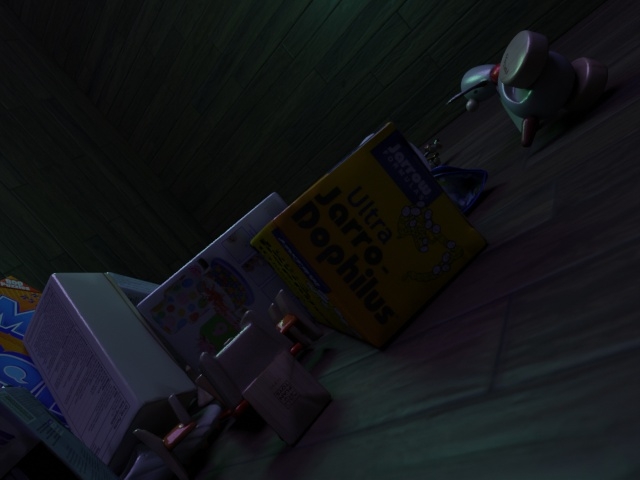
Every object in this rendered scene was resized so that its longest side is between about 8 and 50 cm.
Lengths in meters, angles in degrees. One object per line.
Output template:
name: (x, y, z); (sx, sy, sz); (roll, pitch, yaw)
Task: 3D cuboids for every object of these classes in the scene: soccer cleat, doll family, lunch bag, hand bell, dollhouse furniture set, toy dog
soccer cleat: (-0.231, 0.314, 0.677); (0.196, 0.076, 0.068); (-43, 6, -31)
doll family: (0.296, -0.211, 1.340); (0.193, 0.076, 0.111); (-43, 9, 6)
lunch bag: (0.194, -0.067, 0.772); (0.151, 0.096, 0.129); (-27, -1, -14)
hand bell: (-0.292, 0.224, 0.973); (0.126, 0.242, 0.126); (-40, 6, 5)
dollhouse furniture set: (-0.093, 0.198, 0.598); (0.262, 0.135, 0.259); (-43, -6, -28)
toy dog: (0.348, -0.251, 0.825); (0.333, 0.219, 0.161); (-30, -40, -76)

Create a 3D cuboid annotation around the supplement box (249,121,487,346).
supplement box: (0.036, 0.004, 0.689); (0.195, 0.194, 0.356); (-41, 5, -13)

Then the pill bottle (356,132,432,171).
pill bottle: (0.086, -0.071, 0.994); (0.176, 0.176, 0.318); (-45, -1, -40)

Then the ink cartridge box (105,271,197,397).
ink cartridge box: (-0.380, 0.222, 1.037); (0.060, 0.274, 0.239); (-108, 36, -69)

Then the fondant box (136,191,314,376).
fondant box: (-0.138, 0.104, 0.876); (0.330, 0.238, 0.096); (-42, 6, -16)

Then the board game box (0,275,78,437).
board game box: (-0.594, 0.349, 0.837); (0.357, 0.356, 0.356); (-57, 7, 12)

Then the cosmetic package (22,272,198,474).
cosmetic package: (-0.360, 0.206, 0.757); (0.160, 0.309, 0.113); (-57, -28, 16)

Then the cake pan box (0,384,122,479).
cake pan box: (-0.276, 0.265, 0.491); (0.070, 0.246, 0.266); (-48, 9, -30)
